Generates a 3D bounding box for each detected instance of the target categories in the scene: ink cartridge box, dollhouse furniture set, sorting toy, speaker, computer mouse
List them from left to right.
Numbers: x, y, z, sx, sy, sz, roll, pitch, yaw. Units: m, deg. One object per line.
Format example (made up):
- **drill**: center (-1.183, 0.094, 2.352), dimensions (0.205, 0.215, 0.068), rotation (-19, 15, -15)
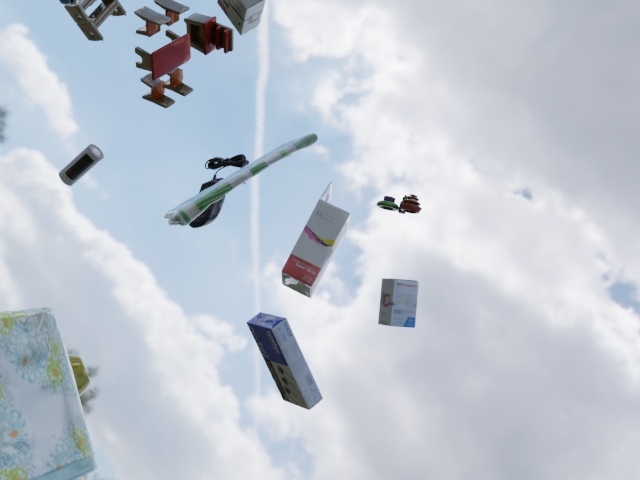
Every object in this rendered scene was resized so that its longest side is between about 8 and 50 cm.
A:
- **speaker**: center (-0.685, -0.215, 2.382), dimensions (0.136, 0.055, 0.055), rotation (-36, -90, 20)
- **dollhouse furniture set**: center (-0.699, -0.679, 2.463), dimensions (0.183, 0.129, 0.129), rotation (10, -34, 37)
- **dollhouse furniture set**: center (-0.365, -0.513, 2.231), dimensions (0.135, 0.259, 0.262), rotation (27, -43, 21)
- **computer mouse**: center (-0.296, -0.145, 2.537), dimensions (0.184, 0.262, 0.060), rotation (-7, -34, 33)
- **ink cartridge box**: center (-0.191, -0.581, 2.008), dimensions (0.109, 0.063, 0.150), rotation (55, -15, 3)
- **ink cartridge box**: center (-0.074, 0.252, 1.748), dimensions (0.097, 0.046, 0.207), rotation (7, -55, 52)
- **ink cartridge box**: center (0.000, 0.000, 1.566), dimensions (0.067, 0.198, 0.115), rotation (26, -14, 5)
- **ink cartridge box**: center (0.201, 0.159, 2.142), dimensions (0.052, 0.088, 0.122), rotation (3, -95, 53)
- **sorting toy**: center (0.175, -0.085, 1.817), dimensions (0.102, 0.042, 0.061), rotation (10, -9, 22)

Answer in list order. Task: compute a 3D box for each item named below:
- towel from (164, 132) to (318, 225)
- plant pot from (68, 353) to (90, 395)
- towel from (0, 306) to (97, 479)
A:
- **towel**: center (-0.171, -0.123, 1.743), dimensions (0.038, 0.324, 0.248), rotation (60, -13, -8)
- **plant pot**: center (-0.573, 0.307, 1.868), dimensions (0.134, 0.095, 0.134), rotation (56, -21, 35)
- **towel**: center (-0.530, 0.275, 1.397), dimensions (0.090, 0.374, 0.321), rotation (-17, -97, 17)
